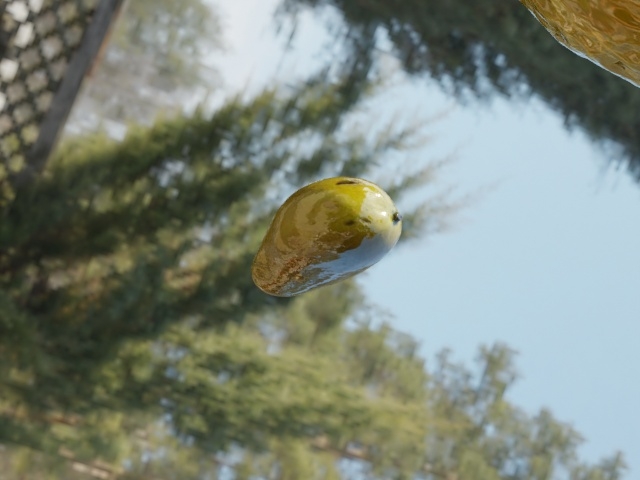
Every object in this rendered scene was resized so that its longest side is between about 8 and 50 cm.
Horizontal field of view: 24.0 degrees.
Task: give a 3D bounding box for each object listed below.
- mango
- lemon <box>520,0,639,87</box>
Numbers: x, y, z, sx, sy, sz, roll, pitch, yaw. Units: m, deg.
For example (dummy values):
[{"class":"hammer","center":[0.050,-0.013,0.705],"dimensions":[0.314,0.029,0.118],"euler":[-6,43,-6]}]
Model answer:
[{"class":"mango","center":[0.000,0.000,1.279],"dimensions":[0.161,0.103,0.076],"euler":[-37,-124,44]},{"class":"lemon","center":[0.148,-0.143,0.433],"dimensions":[0.253,0.228,0.228],"euler":[-4,-114,63]}]
